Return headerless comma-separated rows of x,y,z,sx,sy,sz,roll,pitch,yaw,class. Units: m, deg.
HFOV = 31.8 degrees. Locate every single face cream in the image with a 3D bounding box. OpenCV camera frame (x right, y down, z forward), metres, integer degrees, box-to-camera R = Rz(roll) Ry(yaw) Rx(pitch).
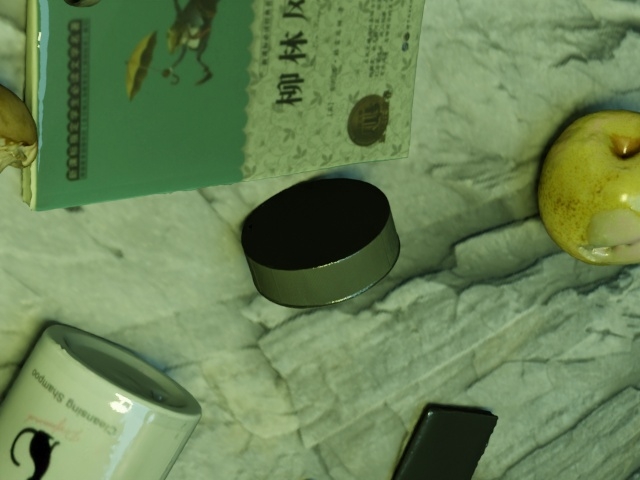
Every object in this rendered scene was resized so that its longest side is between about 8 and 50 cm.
-0.245,0.261,0.896,0.145,0.145,0.370,29,91,-45,face cream

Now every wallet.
0.118,0.303,1.308,0.124,0.025,0.244,11,107,-43,wallet

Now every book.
-0.060,-0.171,0.904,0.379,0.031,0.264,-12,118,-36,book

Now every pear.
0.315,-0.048,1.194,0.178,0.178,0.178,-19,123,-32,pear

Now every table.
0.000,0.000,0.974,0.133,0.133,0.043,-33,128,-23,table

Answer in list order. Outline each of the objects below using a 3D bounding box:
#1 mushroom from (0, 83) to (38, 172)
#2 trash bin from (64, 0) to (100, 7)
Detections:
-0.302,0.046,0.745,0.128,0.128,0.350,31,84,-45,mushroom
-0.198,-0.249,0.616,0.290,0.209,0.182,-4,154,-32,trash bin
